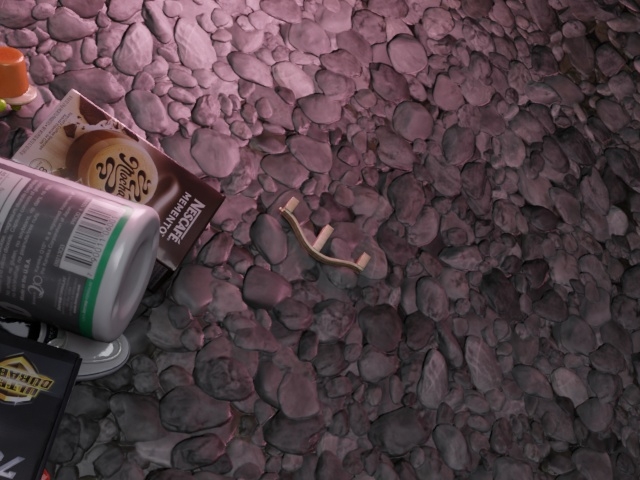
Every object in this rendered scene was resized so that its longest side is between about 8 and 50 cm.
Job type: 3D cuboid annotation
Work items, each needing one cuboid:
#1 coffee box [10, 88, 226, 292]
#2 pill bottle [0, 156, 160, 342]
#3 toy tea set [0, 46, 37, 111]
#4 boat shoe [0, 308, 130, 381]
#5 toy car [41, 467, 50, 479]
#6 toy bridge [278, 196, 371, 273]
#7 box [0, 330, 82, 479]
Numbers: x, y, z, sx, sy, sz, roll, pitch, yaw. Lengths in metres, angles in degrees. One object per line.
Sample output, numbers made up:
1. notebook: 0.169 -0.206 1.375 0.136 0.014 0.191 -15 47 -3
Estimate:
1. coffee box: -0.326 -0.076 1.462 0.297 0.119 0.168 35 58 -9
2. pill bottle: -0.427 -0.004 1.293 0.361 0.204 0.204 19 61 3
3. toy tea set: -0.603 -0.205 1.407 0.336 0.124 0.200 -6 43 -25
4. boat shoe: -0.408 0.141 1.351 0.268 0.088 0.096 16 63 -20
5. toy car: -0.465 0.365 1.109 0.225 0.053 0.239 18 63 -22
6. toy bridge: 0.000 0.000 1.647 0.188 0.026 0.063 37 59 -8
7. box: -0.473 0.232 1.101 0.296 0.073 0.293 20 50 -11
